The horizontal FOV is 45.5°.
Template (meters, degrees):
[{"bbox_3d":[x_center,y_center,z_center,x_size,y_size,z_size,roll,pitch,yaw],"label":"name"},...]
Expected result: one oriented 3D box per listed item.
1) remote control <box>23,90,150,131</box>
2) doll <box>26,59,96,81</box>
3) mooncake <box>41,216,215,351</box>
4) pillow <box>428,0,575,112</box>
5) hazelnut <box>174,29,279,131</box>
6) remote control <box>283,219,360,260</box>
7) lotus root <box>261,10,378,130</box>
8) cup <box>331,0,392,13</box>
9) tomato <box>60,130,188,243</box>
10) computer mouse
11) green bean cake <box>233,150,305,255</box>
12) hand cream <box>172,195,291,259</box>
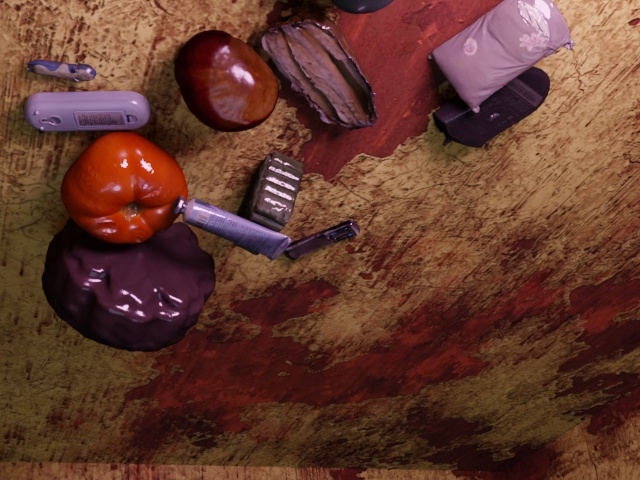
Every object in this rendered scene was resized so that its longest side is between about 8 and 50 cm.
[{"bbox_3d":[-0.460,-0.252,1.506,0.244,0.047,0.087,-3,148,-6],"label":"remote control"},{"bbox_3d":[-0.483,-0.317,1.424,0.125,0.027,0.037,3,151,-15],"label":"doll"},{"bbox_3d":[-0.428,0.085,1.761,0.381,0.350,0.212,5,135,-35],"label":"mooncake"},{"bbox_3d":[0.336,-0.360,1.439,0.255,0.059,0.169,-35,96,37],"label":"pillow"},{"bbox_3d":[-0.177,-0.297,1.431,0.170,0.160,0.201,-29,104,8],"label":"hazelnut"},{"bbox_3d":[0.000,0.000,1.974,0.212,0.028,0.059,-22,144,19],"label":"remote control"},{"bbox_3d":[0.022,-0.331,1.480,0.167,0.078,0.329,1,153,28],"label":"lotus root"},{"bbox_3d":[0.069,-0.449,1.253,0.199,0.199,0.150,2,162,-15],"label":"cup"},{"bbox_3d":[-0.402,-0.115,1.590,0.260,0.180,0.260,-16,147,-11],"label":"tomato"},{"bbox_3d":[0.350,-0.287,1.588,0.264,0.088,0.147,-36,134,30],"label":"computer mouse"},{"bbox_3d":[-0.121,-0.081,1.696,0.094,0.183,0.185,23,138,-13],"label":"green bean cake"},{"bbox_3d":[-0.188,-0.023,1.595,0.256,0.055,0.088,25,133,-23],"label":"hand cream"}]
